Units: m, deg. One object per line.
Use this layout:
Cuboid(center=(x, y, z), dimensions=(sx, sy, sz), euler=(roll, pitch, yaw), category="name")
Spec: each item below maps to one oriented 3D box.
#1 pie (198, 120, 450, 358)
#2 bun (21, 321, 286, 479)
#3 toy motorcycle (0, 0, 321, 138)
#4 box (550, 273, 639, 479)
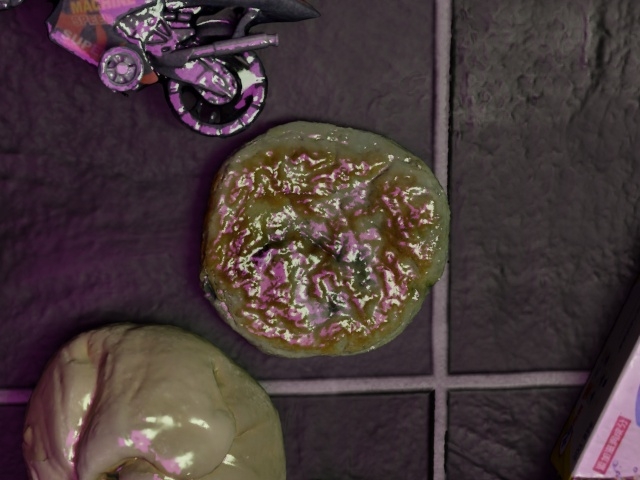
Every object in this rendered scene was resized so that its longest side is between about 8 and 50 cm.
Cuboid(center=(0.000, 0.000, 1.399), dimensions=(0.241, 0.054, 0.240), euler=(-1, 101, -4), category="pie")
Cuboid(center=(-0.149, 0.207, 1.371), dimensions=(0.259, 0.160, 0.259), euler=(-1, 99, -8), category="bun")
Cuboid(center=(-0.162, -0.218, 1.318), dimensions=(0.307, 0.108, 0.173), euler=(29, 91, -13), category="toy motorcycle")
Cuboid(center=(0.348, 0.139, 1.434), dimensions=(0.168, 0.097, 0.265), euler=(25, 97, -7), category="box")
